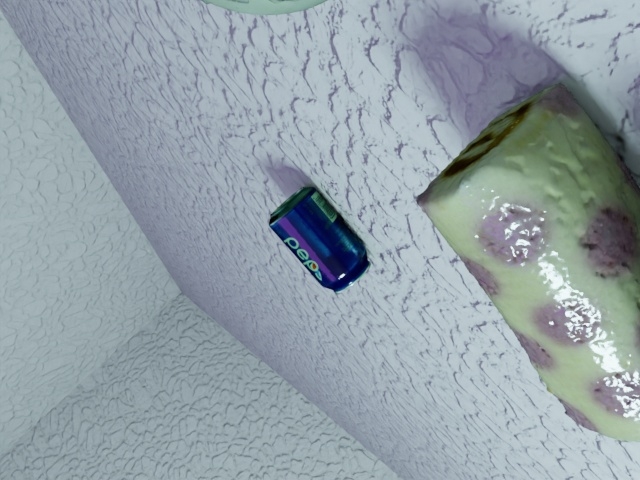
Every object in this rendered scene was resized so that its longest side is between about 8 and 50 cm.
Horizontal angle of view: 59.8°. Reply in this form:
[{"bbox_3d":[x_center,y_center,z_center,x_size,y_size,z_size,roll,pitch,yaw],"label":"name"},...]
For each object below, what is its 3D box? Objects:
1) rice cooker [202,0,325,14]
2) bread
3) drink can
[{"bbox_3d":[-0.053,-0.333,0.460,0.226,0.226,0.244,42,158,10],"label":"rice cooker"},{"bbox_3d":[0.264,0.025,0.573,0.338,0.187,0.155,52,156,-11],"label":"bread"},{"bbox_3d":[0.000,0.000,1.085,0.205,0.118,0.118,50,158,-8],"label":"drink can"}]
